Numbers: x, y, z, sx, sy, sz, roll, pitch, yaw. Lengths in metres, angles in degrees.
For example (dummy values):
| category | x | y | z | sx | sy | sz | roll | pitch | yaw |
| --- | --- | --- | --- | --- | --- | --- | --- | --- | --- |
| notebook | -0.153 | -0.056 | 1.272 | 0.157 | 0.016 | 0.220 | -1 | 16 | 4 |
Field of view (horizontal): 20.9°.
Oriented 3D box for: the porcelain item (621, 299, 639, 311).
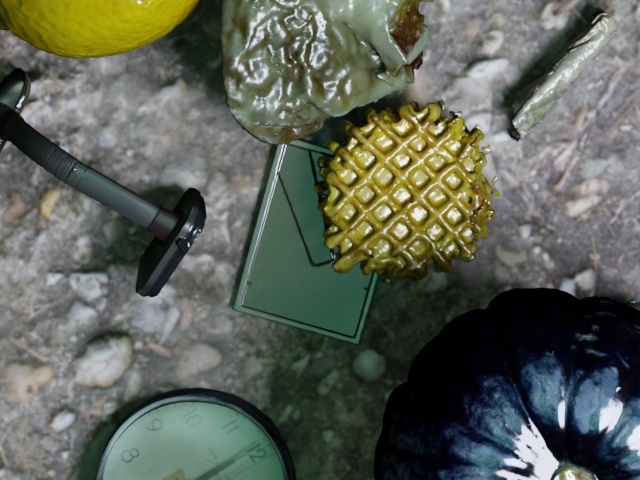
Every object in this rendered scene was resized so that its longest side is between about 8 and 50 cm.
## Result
| category | x | y | z | sx | sy | sz | roll | pitch | yaw |
| --- | --- | --- | --- | --- | --- | --- | --- | --- | --- |
| porcelain item | 0.282 | 0.210 | 1.857 | 0.281 | 0.157 | 0.286 | -5 | 94 | 3 |

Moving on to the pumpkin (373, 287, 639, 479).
| category | x | y | z | sx | sy | sz | roll | pitch | yaw |
| --- | --- | --- | --- | --- | --- | --- | --- | --- | --- |
| pumpkin | 0.227 | 0.221 | 1.649 | 0.363 | 0.266 | 0.364 | 0 | 92 | 6 |

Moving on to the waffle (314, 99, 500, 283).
| category | x | y | z | sx | sy | sz | roll | pitch | yaw |
| --- | --- | --- | --- | --- | --- | --- | --- | --- | --- |
| waffle | 0.094 | -0.051 | 1.867 | 0.197 | 0.070 | 0.193 | -10 | 94 | 0 |

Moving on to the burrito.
| category | x | y | z | sx | sy | sz | roll | pitch | yaw |
| --- | --- | --- | --- | --- | --- | --- | --- | --- | --- |
| burrito | 0.260 | -0.180 | 1.878 | 0.042 | 0.051 | 0.171 | 43 | 94 | 5 |

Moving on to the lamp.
| category | x | y | z | sx | sy | sz | roll | pitch | yaw |
| --- | --- | --- | --- | --- | --- | --- | --- | --- | --- |
| lamp | -0.280 | -0.028 | 1.870 | 0.283 | 0.124 | 0.203 | 33 | 104 | 1 |

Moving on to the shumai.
| category | x | y | z | sx | sy | sz | roll | pitch | yaw |
| --- | --- | --- | --- | --- | --- | --- | --- | --- | --- |
| shumai | 0.009 | -0.226 | 1.810 | 0.218 | 0.189 | 0.256 | 2 | 95 | 2 |

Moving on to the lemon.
| category | x | y | z | sx | sy | sz | roll | pitch | yaw |
| --- | --- | --- | --- | --- | --- | --- | --- | --- | --- |
| lemon | -0.227 | -0.313 | 1.783 | 0.267 | 0.267 | 0.267 | 0 | 94 | 1 |

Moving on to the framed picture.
| category | x | y | z | sx | sy | sz | roll | pitch | yaw |
| --- | --- | --- | --- | --- | --- | --- | --- | --- | --- |
| framed picture | 0.000 | 0.000 | 1.915 | 0.150 | 0.015 | 0.203 | 15 | 95 | 0 |

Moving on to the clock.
| category | x | y | z | sx | sy | sz | roll | pitch | yaw |
| --- | --- | --- | --- | --- | --- | --- | --- | --- | --- |
| clock | -0.139 | 0.277 | 1.923 | 0.226 | 0.049 | 0.226 | 0 | 95 | 2 |
